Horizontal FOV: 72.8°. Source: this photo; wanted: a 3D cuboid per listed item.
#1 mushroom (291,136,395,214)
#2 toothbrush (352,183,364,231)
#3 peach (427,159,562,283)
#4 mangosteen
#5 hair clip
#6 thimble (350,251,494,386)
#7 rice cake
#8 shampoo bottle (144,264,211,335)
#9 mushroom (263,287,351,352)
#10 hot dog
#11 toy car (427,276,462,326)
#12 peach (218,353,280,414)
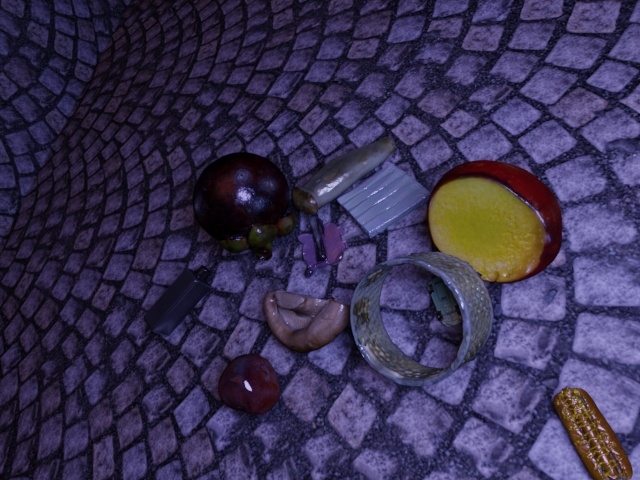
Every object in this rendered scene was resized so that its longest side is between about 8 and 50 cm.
[{"bbox_3d":[0.063,-0.195,1.254,0.333,0.087,0.107,-39,61,-7],"label":"mushroom"},{"bbox_3d":[0.104,-0.134,1.268,0.018,0.024,0.257,-22,57,19],"label":"toothbrush"},{"bbox_3d":[0.382,-0.046,0.924,0.245,0.248,0.275,-36,54,-19],"label":"peach"},{"bbox_3d":[-0.223,-0.105,1.272,0.300,0.300,0.300,-13,59,23],"label":"mangosteen"},{"bbox_3d":[0.003,0.002,1.240,0.146,0.056,0.187,-24,64,15],"label":"hair clip"},{"bbox_3d":[0.204,0.157,0.907,0.271,0.150,0.270,3,95,37],"label":"thimble"},{"bbox_3d":[0.170,-0.116,1.197,0.198,0.037,0.189,-40,56,-1],"label":"rice cake"},{"bbox_3d":[-0.441,0.183,1.373,0.246,0.080,0.079,-49,54,-1],"label":"shampoo bottle"},{"bbox_3d":[-0.039,0.208,1.095,0.286,0.156,0.151,2,78,44],"label":"mushroom"},{"bbox_3d":[0.484,0.344,0.778,0.071,0.045,0.165,-28,55,17],"label":"hot dog"},{"bbox_3d":[0.291,0.140,1.005,0.059,0.035,0.122,-23,64,18],"label":"toy car"},{"bbox_3d":[-0.186,0.363,1.086,0.152,0.152,0.152,-13,59,23],"label":"peach"}]
